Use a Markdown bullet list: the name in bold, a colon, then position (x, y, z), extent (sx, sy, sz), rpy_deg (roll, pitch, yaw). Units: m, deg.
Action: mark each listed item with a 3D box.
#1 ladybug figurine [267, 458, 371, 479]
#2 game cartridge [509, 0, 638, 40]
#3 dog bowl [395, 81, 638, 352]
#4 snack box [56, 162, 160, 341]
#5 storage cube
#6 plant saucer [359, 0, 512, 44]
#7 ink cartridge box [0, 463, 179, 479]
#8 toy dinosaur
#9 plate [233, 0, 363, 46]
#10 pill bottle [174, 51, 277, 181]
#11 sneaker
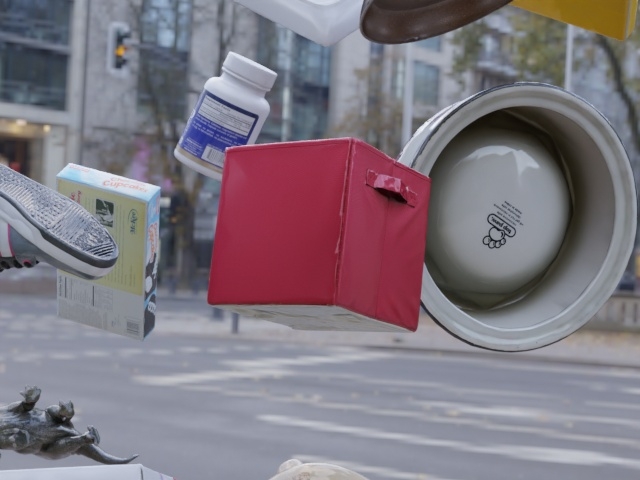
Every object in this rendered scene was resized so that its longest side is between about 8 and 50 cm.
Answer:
- **ladybug figurine**: position (0.042, 0.502, 1.610), extent (0.305, 0.449, 0.162), rpy_deg (-22, -16, 16)
- **game cartridge**: position (0.342, -0.470, 1.799), extent (0.285, 0.052, 0.323), rpy_deg (25, -35, 25)
- **dog bowl**: position (0.278, -0.041, 1.890), extent (0.408, 0.408, 0.150), rpy_deg (3, 7, -21)
- **snack box**: position (-0.400, 0.026, 2.296), extent (0.187, 0.322, 0.060), rpy_deg (15, 33, 12)
- **storage cube**: position (0.000, 0.000, 1.448), extent (0.215, 0.193, 0.184), rpy_deg (-2, -14, 34)
- **plant saucer**: position (0.186, -0.356, 1.599), extent (0.311, 0.050, 0.310), rpy_deg (-22, -11, -4)
- **ink cartridge box**: position (-0.309, 0.370, 1.594), extent (0.226, 0.131, 0.306), rpy_deg (-3, -16, 1)
- **toy dinosaur**: position (-0.446, 0.305, 1.951), extent (0.314, 0.121, 0.160), rpy_deg (6, -20, -32)
- **plate**: position (-0.016, -0.443, 2.048), extent (0.277, 0.045, 0.278), rpy_deg (29, 44, 23)
- **pill bottle**: position (-0.145, -0.195, 1.927), extent (0.112, 0.186, 0.112), rpy_deg (26, 9, -4)
- **sneaker**: position (-0.401, 0.017, 1.514), extent (0.295, 0.178, 0.124), rpy_deg (29, 22, 13)
